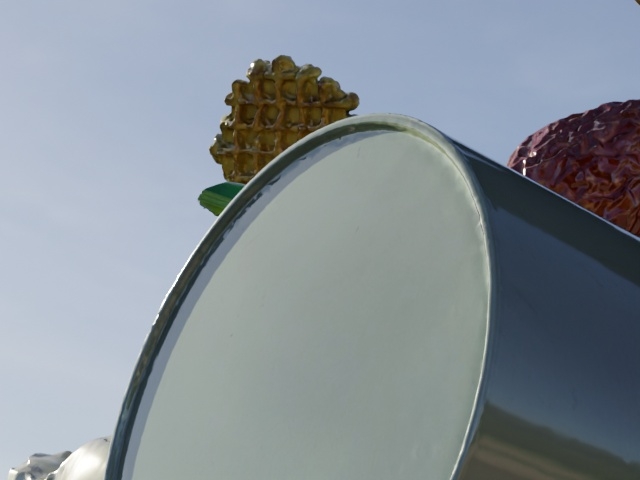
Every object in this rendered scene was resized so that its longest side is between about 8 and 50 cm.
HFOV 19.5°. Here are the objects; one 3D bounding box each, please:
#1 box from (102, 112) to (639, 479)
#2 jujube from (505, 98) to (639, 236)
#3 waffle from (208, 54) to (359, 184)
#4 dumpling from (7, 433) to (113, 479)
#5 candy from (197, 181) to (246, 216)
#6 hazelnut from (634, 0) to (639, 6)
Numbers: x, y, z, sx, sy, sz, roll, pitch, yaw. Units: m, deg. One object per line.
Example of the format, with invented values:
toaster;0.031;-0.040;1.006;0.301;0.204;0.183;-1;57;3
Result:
box;0.040;0.086;0.684;0.149;0.226;0.226;26;-22;-31
jujube;0.213;-0.043;1.392;0.176;0.112;0.109;-29;32;-26
waffle;-0.030;-0.085;1.794;0.191;0.191;0.038;-3;10;32
dumpling;-0.023;0.218;1.244;0.395;0.233;0.315;7;-5;41
candy;0.000;-0.001;1.252;0.102;0.032;0.178;18;-4;28
hazelnut;0.391;-0.329;1.912;0.234;0.218;0.218;10;-14;-34
